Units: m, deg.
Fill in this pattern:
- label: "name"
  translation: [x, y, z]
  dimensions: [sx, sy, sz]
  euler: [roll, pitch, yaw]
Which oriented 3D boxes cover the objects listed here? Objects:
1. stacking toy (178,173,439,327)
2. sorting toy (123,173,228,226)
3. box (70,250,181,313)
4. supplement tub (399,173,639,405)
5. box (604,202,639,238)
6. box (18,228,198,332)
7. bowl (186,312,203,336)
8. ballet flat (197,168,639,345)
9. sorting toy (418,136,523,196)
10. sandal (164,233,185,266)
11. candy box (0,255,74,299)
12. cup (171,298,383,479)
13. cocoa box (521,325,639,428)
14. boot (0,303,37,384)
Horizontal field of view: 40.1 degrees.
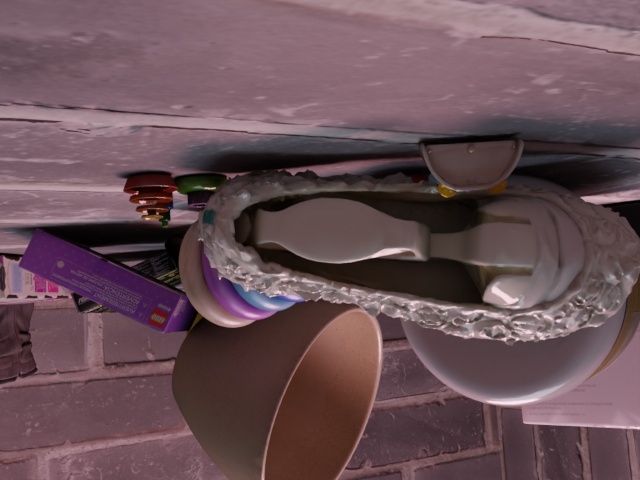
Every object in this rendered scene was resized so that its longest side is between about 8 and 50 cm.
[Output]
- label: "stacking toy"
  translation: [0.000, 0.000, 0.949]
  dimensions: [0.330, 0.141, 0.141]
  euler: [-17, 167, 39]
- label: "sorting toy"
  translation: [-0.134, -0.036, 0.805]
  dimensions: [0.101, 0.042, 0.061]
  euler: [-1, 174, -35]
- label: "box"
  translation: [-0.320, 0.076, 1.563]
  dimensions: [0.190, 0.045, 0.184]
  euler: [-24, 171, 5]
- label: "supplement tub"
  translation: [0.248, 0.058, 1.029]
  dimensions: [0.240, 0.241, 0.331]
  euler: [-7, 174, 25]
- label: "box"
  translation: [0.534, -0.008, 1.288]
  dimensions: [0.261, 0.103, 0.184]
  euler: [-8, 171, 30]
- label: "box"
  translation: [-0.277, 0.063, 1.221]
  dimensions: [0.200, 0.057, 0.293]
  euler: [25, 174, 1]
- label: "bowl"
  translation: [-0.150, 0.114, 1.608]
  dimensions: [0.156, 0.289, 0.289]
  euler: [40, -168, 20]
- label: "ballet flat"
  translation: [0.094, 0.012, 0.754]
  dimensions: [0.408, 0.147, 0.147]
  euler: [4, 174, -2]
- label: "sorting toy"
  translation: [0.121, -0.066, 0.744]
  dimensions: [0.083, 0.045, 0.075]
  euler: [-4, -166, -3]
- label: "sandal"
  translation: [-0.162, 0.033, 1.300]
  dimensions: [0.086, 0.120, 0.303]
  euler: [-35, -179, -8]
- label: "candy box"
  translation: [-0.524, 0.069, 1.472]
  dimensions: [0.159, 0.071, 0.233]
  euler: [-6, 175, 16]
- label: "cup"
  translation: [-0.086, 0.222, 1.347]
  dimensions: [0.236, 0.331, 0.331]
  euler: [19, -174, 27]
- label: "cocoa box"
  translation: [0.514, 0.170, 1.387]
  dimensions: [0.227, 0.232, 0.347]
  euler: [2, 171, -41]
- label: "boot"
  translation: [-0.638, 0.169, 1.631]
  dimensions: [0.118, 0.223, 0.338]
  euler: [-6, 175, 23]
